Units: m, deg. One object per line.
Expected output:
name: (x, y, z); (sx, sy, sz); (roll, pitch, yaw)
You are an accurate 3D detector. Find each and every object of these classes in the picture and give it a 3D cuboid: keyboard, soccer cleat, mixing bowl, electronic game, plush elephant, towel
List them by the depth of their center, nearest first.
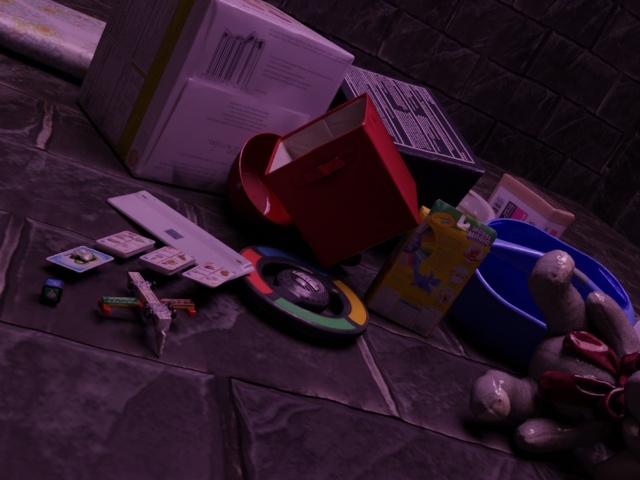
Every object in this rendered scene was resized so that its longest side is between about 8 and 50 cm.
plush elephant: (0.420, 0.221, 1.006); (0.330, 0.272, 0.255); (45, -18, -30)
keyboard: (-0.211, -0.010, 1.061); (0.256, 0.014, 0.072); (31, 35, 27)
electronic game: (-0.028, 0.076, 1.090); (0.229, 0.048, 0.229); (26, 19, -10)
mixing bowl: (-0.103, -0.096, 1.302); (0.181, 0.098, 0.181); (19, 61, -39)
soccer cleat: (0.000, 0.000, 1.327); (0.179, 0.060, 0.072); (33, 28, 33)
towel: (-0.602, -0.470, 1.649); (0.320, 0.090, 0.374); (17, 21, -21)

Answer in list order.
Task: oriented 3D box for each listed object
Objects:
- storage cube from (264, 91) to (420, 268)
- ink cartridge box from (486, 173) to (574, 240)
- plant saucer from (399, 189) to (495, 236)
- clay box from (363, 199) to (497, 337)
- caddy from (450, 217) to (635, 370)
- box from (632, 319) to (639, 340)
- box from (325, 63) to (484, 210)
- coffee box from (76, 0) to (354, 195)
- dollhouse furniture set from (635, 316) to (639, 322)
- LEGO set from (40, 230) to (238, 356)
storage cube: (0.043, -0.103, 1.195); (0.193, 0.183, 0.215); (58, 17, -20)
ink cartridge box: (0.475, -0.016, 1.754); (0.088, 0.235, 0.193); (14, 22, -36)
plant saucer: (0.219, -0.086, 1.729); (0.400, 0.101, 0.400); (15, 23, -7)
clay box: (0.183, 0.042, 1.197); (0.127, 0.222, 0.053); (28, 18, -12)
caddy: (0.414, 0.098, 1.335); (0.341, 0.179, 0.241); (30, 47, 4)
box: (0.612, 0.284, 1.224); (0.231, 0.127, 0.262); (43, 2, 36)
box: (0.129, -0.200, 1.483); (0.294, 0.183, 0.296); (8, 42, -31)
coffee box: (-0.215, -0.315, 1.391); (0.337, 0.338, 0.334); (10, 25, -44)
dollhouse furniture set: (0.745, 0.318, 1.553); (0.355, 0.174, 0.303); (0, 25, -8)
LEGO set: (-0.233, 0.058, 0.890); (0.182, 0.060, 0.244); (19, 16, 11)
